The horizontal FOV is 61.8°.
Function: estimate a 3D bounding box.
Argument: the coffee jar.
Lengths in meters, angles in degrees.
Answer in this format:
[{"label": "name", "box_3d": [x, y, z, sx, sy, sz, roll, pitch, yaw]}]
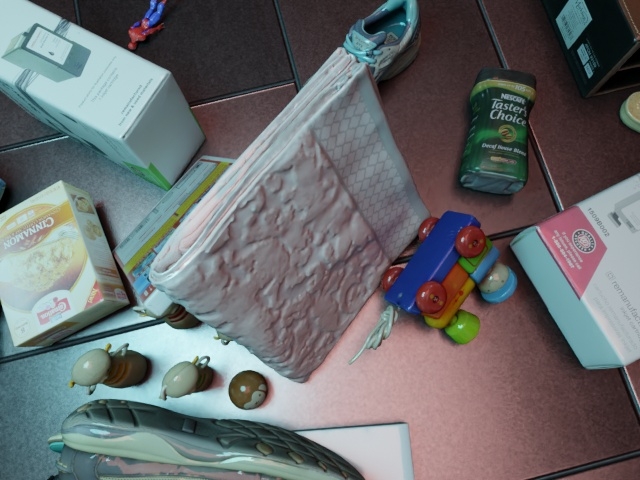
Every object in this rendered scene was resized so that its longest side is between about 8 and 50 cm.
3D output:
[{"label": "coffee jar", "box_3d": [0.267, -0.168, 0.802, 0.096, 0.079, 0.184, 10, 75, 4]}]

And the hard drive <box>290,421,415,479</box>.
[{"label": "hard drive", "box_3d": [0.026, 0.399, 0.678, 0.203, 0.040, 0.307, -4, 75, 0]}]

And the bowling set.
[{"label": "bowling set", "box_3d": [-0.143, 0.129, 0.695, 0.200, 0.154, 0.287, 37, 79, 10]}]

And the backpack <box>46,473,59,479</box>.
[{"label": "backpack", "box_3d": [-0.229, 0.407, 0.592, 0.254, 0.225, 0.190, 16, 98, 1]}]

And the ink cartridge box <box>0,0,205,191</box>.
[{"label": "ink cartridge box", "box_3d": [-0.327, -0.205, 0.765, 0.273, 0.198, 0.114, 28, 79, 9]}]

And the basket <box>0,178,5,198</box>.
[{"label": "basket", "box_3d": [-0.576, -0.043, 0.680, 0.201, 0.289, 0.254, 10, 75, 7]}]

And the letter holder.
[{"label": "letter holder", "box_3d": [0.485, -0.409, 0.826, 0.215, 0.152, 0.301, -14, 75, -4]}]

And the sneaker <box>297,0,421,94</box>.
[{"label": "sneaker", "box_3d": [0.048, -0.268, 0.811, 0.110, 0.122, 0.283, 37, 79, 11]}]

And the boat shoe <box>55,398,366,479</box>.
[{"label": "boat shoe", "box_3d": [-0.124, 0.282, 0.622, 0.356, 0.132, 0.130, 14, 86, -4]}]

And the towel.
[{"label": "towel", "box_3d": [0.000, 0.000, 0.646, 0.053, 0.331, 0.317, 31, 76, 37]}]

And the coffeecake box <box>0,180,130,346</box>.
[{"label": "coffeecake box", "box_3d": [-0.373, 0.035, 0.749, 0.143, 0.068, 0.185, -27, 76, 6]}]

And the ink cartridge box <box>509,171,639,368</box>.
[{"label": "ink cartridge box", "box_3d": [0.445, 0.018, 0.729, 0.283, 0.117, 0.207, -26, 76, -5]}]

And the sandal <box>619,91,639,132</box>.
[{"label": "sandal", "box_3d": [0.586, -0.180, 0.797, 0.240, 0.079, 0.088, 16, 76, 5]}]

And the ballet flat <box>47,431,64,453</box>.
[{"label": "ballet flat", "box_3d": [-0.275, 0.264, 0.723, 0.169, 0.057, 0.052, 5, 48, -1]}]

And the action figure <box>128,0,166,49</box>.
[{"label": "action figure", "box_3d": [-0.285, -0.366, 0.894, 0.038, 0.030, 0.115, 32, 83, 15]}]

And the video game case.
[{"label": "video game case", "box_3d": [-0.175, -0.026, 0.694, 0.204, 0.285, 0.025, -49, 117, -11]}]

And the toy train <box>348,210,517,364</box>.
[{"label": "toy train", "box_3d": [0.155, 0.096, 0.722, 0.143, 0.105, 0.248, 39, 83, -24]}]
